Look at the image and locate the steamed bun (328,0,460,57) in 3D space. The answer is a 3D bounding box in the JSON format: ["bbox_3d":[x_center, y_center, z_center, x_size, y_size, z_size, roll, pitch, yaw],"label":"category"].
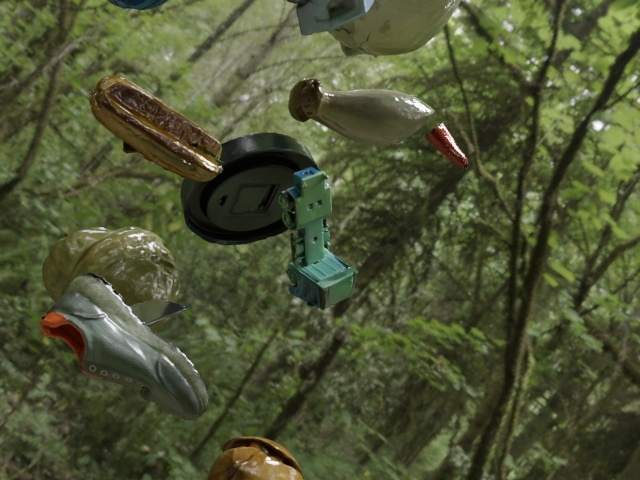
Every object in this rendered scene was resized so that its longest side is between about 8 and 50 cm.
[{"bbox_3d":[0.106,-0.523,1.402,0.334,0.233,0.312,53,-25,5],"label":"steamed bun"}]

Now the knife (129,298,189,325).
[{"bbox_3d":[-0.289,0.121,1.148,0.072,0.019,0.245,13,8,13],"label":"knife"}]

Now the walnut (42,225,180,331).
[{"bbox_3d":[-0.470,0.093,1.674,0.282,0.253,0.277,59,21,17],"label":"walnut"}]

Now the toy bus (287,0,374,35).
[{"bbox_3d":[-0.005,-0.497,1.154,0.136,0.109,0.329,-1,-52,19],"label":"toy bus"}]

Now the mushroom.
[{"bbox_3d":[0.096,-0.281,1.616,0.350,0.128,0.128,8,10,-26],"label":"mushroom"}]

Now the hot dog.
[{"bbox_3d":[-0.257,-0.166,1.171,0.250,0.076,0.104,31,46,-38],"label":"hot dog"}]

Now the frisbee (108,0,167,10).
[{"bbox_3d":[-0.364,-0.588,1.499,0.045,0.242,0.242,43,-3,39],"label":"frisbee"}]

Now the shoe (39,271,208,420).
[{"bbox_3d":[-0.203,0.123,0.749,0.194,0.077,0.074,46,-38,0],"label":"shoe"}]

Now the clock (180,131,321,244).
[{"bbox_3d":[-0.154,-0.110,1.646,0.325,0.325,0.067,50,14,-57],"label":"clock"}]

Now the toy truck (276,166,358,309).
[{"bbox_3d":[0.000,0.000,0.900,0.081,0.067,0.175,32,-45,43],"label":"toy truck"}]

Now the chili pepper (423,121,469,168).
[{"bbox_3d":[0.418,-0.294,2.350,0.169,0.088,0.065,50,-34,1],"label":"chili pepper"}]

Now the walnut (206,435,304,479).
[{"bbox_3d":[-0.125,0.552,1.538,0.209,0.209,0.336,35,-29,47],"label":"walnut"}]
